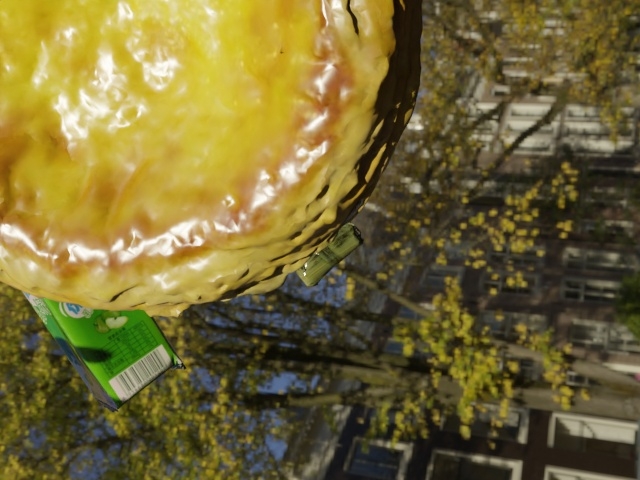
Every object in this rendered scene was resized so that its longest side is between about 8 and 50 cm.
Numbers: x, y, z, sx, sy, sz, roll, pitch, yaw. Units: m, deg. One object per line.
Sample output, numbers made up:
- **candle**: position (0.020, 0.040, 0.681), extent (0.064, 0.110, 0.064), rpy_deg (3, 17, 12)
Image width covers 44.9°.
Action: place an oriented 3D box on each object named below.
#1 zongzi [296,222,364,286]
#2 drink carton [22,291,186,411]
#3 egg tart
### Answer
- **zongzi**: position (0.000, 0.000, 1.085), extent (0.052, 0.104, 0.113), rpy_deg (52, -178, -31)
- **drink carton**: position (-0.308, 0.085, 1.027), extent (0.108, 0.161, 0.271), rpy_deg (-35, -77, -26)
- **egg tart**: position (-0.099, -0.111, 0.423), extent (0.128, 0.319, 0.318), rpy_deg (-55, -34, -72)
